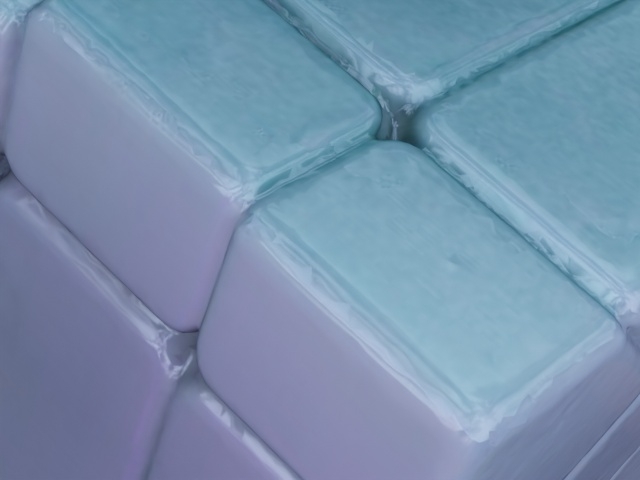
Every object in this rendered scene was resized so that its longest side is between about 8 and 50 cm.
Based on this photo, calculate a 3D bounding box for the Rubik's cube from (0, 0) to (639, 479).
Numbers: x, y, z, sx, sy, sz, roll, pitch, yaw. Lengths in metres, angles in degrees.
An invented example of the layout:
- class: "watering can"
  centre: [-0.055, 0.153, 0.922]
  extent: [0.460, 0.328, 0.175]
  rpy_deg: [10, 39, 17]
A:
- class: "Rubik's cube"
  centre: [0.000, 0.000, 0.690]
  extent: [0.316, 0.319, 0.322]
  rpy_deg: [41, 48, 20]
